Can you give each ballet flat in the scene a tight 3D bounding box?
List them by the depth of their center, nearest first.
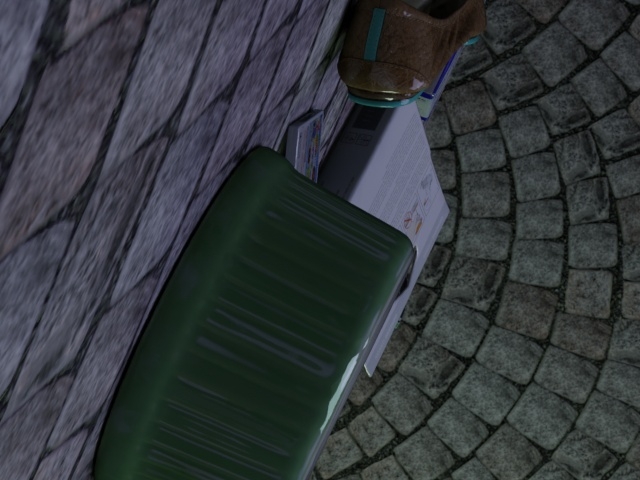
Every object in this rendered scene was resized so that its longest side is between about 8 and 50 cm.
[{"bbox_3d":[0.094,-0.232,1.459,0.342,0.116,0.124,-48,144,-61],"label":"ballet flat"}]

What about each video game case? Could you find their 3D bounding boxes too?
[{"bbox_3d":[-0.016,-0.069,1.378,0.122,0.011,0.087,-48,145,-74],"label":"video game case"}]

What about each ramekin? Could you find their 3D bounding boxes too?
[{"bbox_3d":[-0.044,0.092,1.212,0.303,0.148,0.303,-64,175,-9],"label":"ramekin"}]

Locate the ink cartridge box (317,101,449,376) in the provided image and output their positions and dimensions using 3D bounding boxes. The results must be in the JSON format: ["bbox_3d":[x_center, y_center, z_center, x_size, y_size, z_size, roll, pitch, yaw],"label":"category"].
[{"bbox_3d":[0.060,-0.014,1.822,0.275,0.060,0.239,-62,150,-29],"label":"ink cartridge box"}]

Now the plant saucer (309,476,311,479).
[{"bbox_3d":[-0.094,0.265,1.715,0.241,0.037,0.241,-38,-142,37],"label":"plant saucer"}]

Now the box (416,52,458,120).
[{"bbox_3d":[0.141,-0.242,2.029,0.137,0.072,0.126,84,31,-80],"label":"box"}]

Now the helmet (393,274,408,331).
[{"bbox_3d":[0.035,0.069,1.958,0.169,0.169,0.161,-63,160,-18],"label":"helmet"}]
